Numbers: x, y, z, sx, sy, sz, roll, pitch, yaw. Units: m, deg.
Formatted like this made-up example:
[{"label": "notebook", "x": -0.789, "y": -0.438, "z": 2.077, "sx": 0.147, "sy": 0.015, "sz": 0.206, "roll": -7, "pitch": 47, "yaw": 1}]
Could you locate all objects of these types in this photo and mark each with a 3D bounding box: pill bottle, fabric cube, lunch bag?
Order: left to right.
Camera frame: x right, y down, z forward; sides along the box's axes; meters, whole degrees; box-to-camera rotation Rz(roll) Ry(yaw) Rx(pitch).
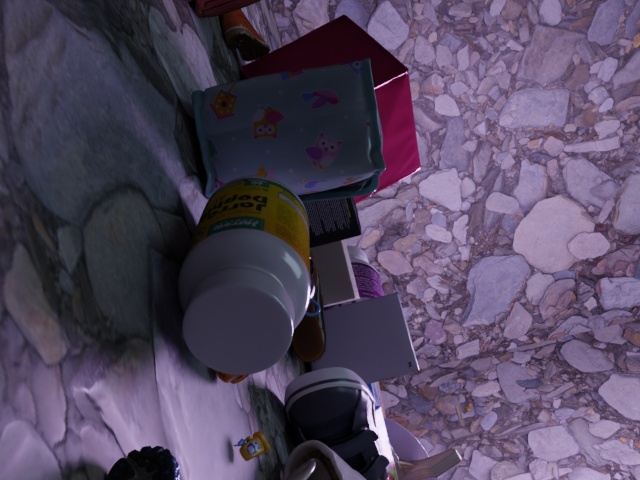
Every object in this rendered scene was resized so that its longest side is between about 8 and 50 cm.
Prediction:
[{"label": "pill bottle", "x": -0.068, "y": 0.026, "z": 0.567, "sx": 0.208, "sy": 0.118, "sz": 0.117, "roll": -92, "pitch": 167, "yaw": -64}, {"label": "lunch bag", "x": -0.030, "y": -0.129, "z": 0.814, "sx": 0.262, "sy": 0.223, "sz": 0.160, "roll": -28, "pitch": 110, "yaw": -87}, {"label": "fabric cube", "x": 0.024, "y": -0.248, "z": 1.244, "sx": 0.254, "sy": 0.259, "sz": 0.258, "roll": 56, "pitch": -8, "yaw": 38}, {"label": "pill bottle", "x": 0.085, "y": 0.156, "z": 1.609, "sx": 0.301, "sy": 0.169, "sz": 0.169, "roll": -97, "pitch": 172, "yaw": -49}]

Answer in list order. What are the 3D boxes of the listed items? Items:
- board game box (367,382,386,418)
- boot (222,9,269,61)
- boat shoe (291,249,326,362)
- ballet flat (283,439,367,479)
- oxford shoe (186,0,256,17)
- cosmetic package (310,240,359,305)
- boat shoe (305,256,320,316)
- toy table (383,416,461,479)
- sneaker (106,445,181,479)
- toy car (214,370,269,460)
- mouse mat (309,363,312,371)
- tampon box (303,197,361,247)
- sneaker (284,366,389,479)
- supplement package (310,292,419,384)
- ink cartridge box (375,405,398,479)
[{"label": "board game box", "x": 0.112, "y": 0.403, "z": 1.692, "sx": 0.308, "sy": 0.086, "sz": 0.302, "roll": -99, "pitch": 172, "yaw": -47}, {"label": "boot", "x": -0.148, "y": -0.405, "z": 1.182, "sx": 0.158, "sy": 0.059, "sz": 0.084, "roll": 17, "pitch": 53, "yaw": -76}, {"label": "boat shoe", "x": -0.032, "y": 0.104, "z": 1.038, "sx": 0.073, "sy": 0.073, "sz": 0.207, "roll": 60, "pitch": 24, "yaw": -78}, {"label": "ballet flat", "x": -0.002, "y": 0.317, "z": 0.581, "sx": 0.400, "sy": 0.139, "sz": 0.139, "roll": -98, "pitch": 174, "yaw": -82}, {"label": "oxford shoe", "x": -0.149, "y": -0.403, "z": 0.855, "sx": 0.348, "sy": 0.123, "sz": 0.130, "roll": -82, "pitch": 152, "yaw": -80}, {"label": "cosmetic package", "x": 0.000, "y": 0.000, "z": 1.424, "sx": 0.160, "sy": 0.113, "sz": 0.309, "roll": 45, "pitch": 32, "yaw": -80}, {"label": "boat shoe", "x": -0.051, "y": 0.054, "z": 0.824, "sx": 0.258, "sy": 0.089, "sz": 0.109, "roll": -88, "pitch": 164, "yaw": -72}, {"label": "toy table", "x": 0.167, "y": 0.511, "z": 1.293, "sx": 0.274, "sy": 0.252, "sz": 0.161, "roll": 48, "pitch": -11, "yaw": 6}, {"label": "sneaker", "x": -0.087, "y": 0.180, "z": 0.319, "sx": 0.135, "sy": 0.052, "sz": 0.058, "roll": -97, "pitch": 175, "yaw": -52}, {"label": "toy car", "x": -0.069, "y": 0.152, "z": 0.580, "sx": 0.040, "sy": 0.060, "sz": 0.122, "roll": -18, "pitch": 87, "yaw": -53}, {"label": "mouse mat", "x": -0.016, "y": 0.224, "z": 1.230, "sx": 0.152, "sy": 0.007, "sz": 0.189, "roll": -77, "pitch": 151, "yaw": -79}, {"label": "tampon box", "x": -0.014, "y": -0.047, "z": 1.116, "sx": 0.120, "sy": 0.161, "sz": 0.101, "roll": -79, "pitch": 154, "yaw": -80}, {"label": "sneaker", "x": 0.034, "y": 0.302, "z": 0.883, "sx": 0.321, "sy": 0.126, "sz": 0.127, "roll": 72, "pitch": 0, "yaw": -50}, {"label": "supplement package", "x": 0.080, "y": 0.202, "z": 1.202, "sx": 0.203, "sy": 0.194, "sz": 0.149, "roll": 51, "pitch": 25, "yaw": -79}, {"label": "ink cartridge box", "x": 0.081, "y": 0.432, "z": 1.125, "sx": 0.186, "sy": 0.065, "sz": 0.311, "roll": 6, "pitch": 66, "yaw": -63}]
